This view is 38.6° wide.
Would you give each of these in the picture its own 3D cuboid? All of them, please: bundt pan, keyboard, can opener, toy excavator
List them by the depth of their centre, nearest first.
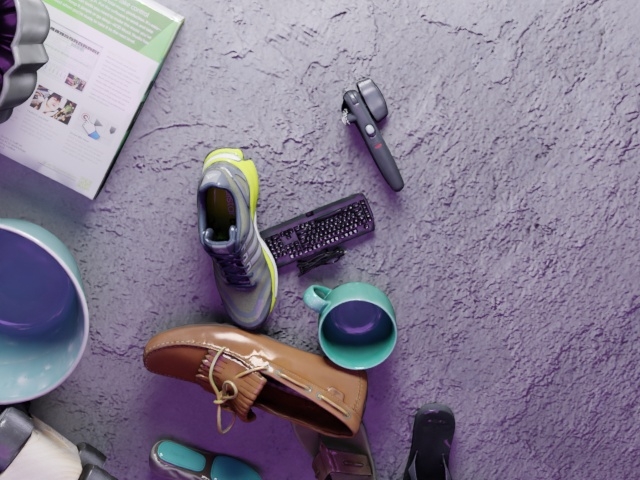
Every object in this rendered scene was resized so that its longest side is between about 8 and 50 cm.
[{"bbox_3d":[-0.515,-0.303,1.288,0.330,0.124,0.331,4,101,22],"label":"bundt pan"},{"bbox_3d":[0.086,-0.156,1.420,0.073,0.059,0.186,-22,110,8],"label":"can opener"},{"bbox_3d":[0.000,0.000,1.496,0.192,0.038,0.100,-22,110,10],"label":"keyboard"},{"bbox_3d":[-0.595,0.493,1.578,0.222,0.433,0.445,41,78,-15],"label":"toy excavator"}]

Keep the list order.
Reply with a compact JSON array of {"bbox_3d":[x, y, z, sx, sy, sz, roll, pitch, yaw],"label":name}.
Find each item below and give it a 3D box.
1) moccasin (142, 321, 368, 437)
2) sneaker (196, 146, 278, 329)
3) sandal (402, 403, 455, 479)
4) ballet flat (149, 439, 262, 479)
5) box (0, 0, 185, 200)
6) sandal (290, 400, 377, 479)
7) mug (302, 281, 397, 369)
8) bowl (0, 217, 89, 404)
[{"bbox_3d":[-0.112,0.242,1.520,0.380,0.147,0.139,19,138,-4],"label":"moccasin"},{"bbox_3d":[-0.145,0.011,1.448,0.111,0.121,0.300,-6,110,15],"label":"sneaker"},{"bbox_3d":[0.197,0.417,1.653,0.097,0.054,0.255,-3,112,1],"label":"sandal"},{"bbox_3d":[-0.209,0.421,1.657,0.213,0.072,0.068,22,133,-6],"label":"ballet flat"},{"bbox_3d":[-0.378,-0.251,1.387,0.232,0.058,0.322,28,111,-11],"label":"box"},{"bbox_3d":[0.041,0.406,1.632,0.120,0.086,0.303,-20,110,8],"label":"sandal"},{"bbox_3d":[0.055,0.123,1.512,0.129,0.097,0.158,-19,110,8],"label":"mug"},{"bbox_3d":[-0.507,0.087,1.464,0.311,0.163,0.312,0,112,1],"label":"bowl"}]
